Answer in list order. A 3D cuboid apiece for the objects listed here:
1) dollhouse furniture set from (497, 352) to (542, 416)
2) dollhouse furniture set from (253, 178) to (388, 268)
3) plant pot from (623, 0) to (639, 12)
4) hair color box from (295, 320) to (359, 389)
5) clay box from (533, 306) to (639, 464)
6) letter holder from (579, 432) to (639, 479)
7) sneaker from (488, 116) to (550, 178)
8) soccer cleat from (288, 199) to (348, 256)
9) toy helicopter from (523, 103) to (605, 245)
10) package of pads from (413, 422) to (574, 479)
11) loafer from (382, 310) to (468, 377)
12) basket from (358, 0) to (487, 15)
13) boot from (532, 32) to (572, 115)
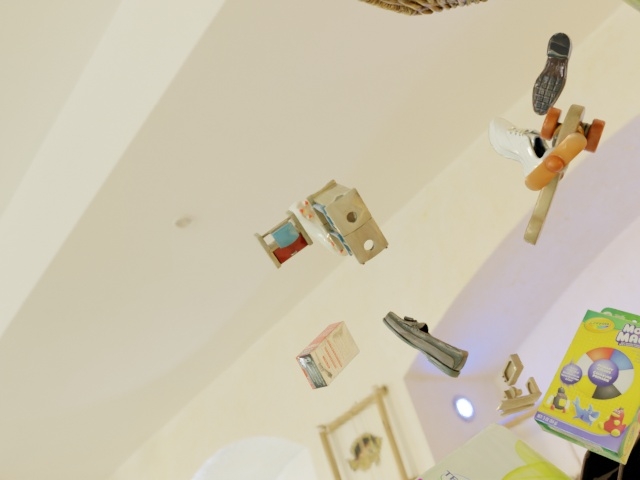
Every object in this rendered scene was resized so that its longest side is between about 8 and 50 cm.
[{"bbox_3d":[0.546,0.431,2.123,0.123,0.151,0.144,-11,-37,-11],"label":"dollhouse furniture set"},{"bbox_3d":[0.000,0.000,1.306,0.183,0.129,0.129,-35,-70,-8],"label":"dollhouse furniture set"},{"bbox_3d":[0.796,-0.585,1.581,0.293,0.275,0.275,36,-57,-24],"label":"plant pot"},{"bbox_3d":[0.020,0.276,1.745,0.053,0.093,0.167,-23,8,36],"label":"hair color box"},{"bbox_3d":[0.417,0.192,1.038,0.053,0.127,0.222,47,-112,-42],"label":"clay box"},{"bbox_3d":[0.642,0.363,1.366,0.302,0.152,0.214,-30,-51,-33],"label":"letter holder"},{"bbox_3d":[0.603,-0.283,2.107,0.111,0.297,0.129,-24,-40,-15],"label":"sneaker"},{"bbox_3d":[-0.001,-0.032,1.862,0.196,0.068,0.076,43,-25,-14],"label":"soccer cleat"},{"bbox_3d":[0.567,-0.154,1.742,0.235,0.140,0.355,-20,-52,-68],"label":"toy helicopter"},{"bbox_3d":[0.275,0.410,1.013,0.229,0.296,0.101,-27,-54,-25],"label":"package of pads"},{"bbox_3d":[0.293,0.268,1.988,0.084,0.267,0.096,-59,-29,12],"label":"loafer"},{"bbox_3d":[0.152,-0.534,1.206,0.223,0.299,0.213,-10,-5,14],"label":"basket"},{"bbox_3d":[0.636,-0.446,1.941,0.106,0.082,0.219,-22,-50,-57],"label":"boot"}]
